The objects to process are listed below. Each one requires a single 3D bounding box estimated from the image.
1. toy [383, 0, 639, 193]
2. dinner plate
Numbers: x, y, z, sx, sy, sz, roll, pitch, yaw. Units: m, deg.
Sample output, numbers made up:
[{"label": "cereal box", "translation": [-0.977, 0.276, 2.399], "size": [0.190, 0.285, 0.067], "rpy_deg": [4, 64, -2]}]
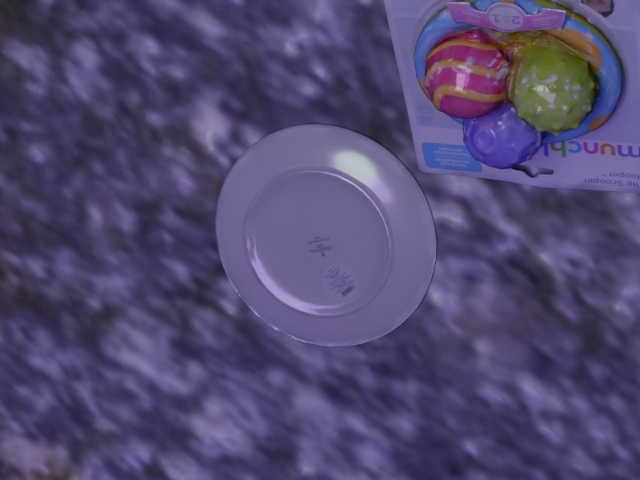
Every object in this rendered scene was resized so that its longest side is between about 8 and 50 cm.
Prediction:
[{"label": "toy", "translation": [0.096, -0.091, 0.928], "size": [0.137, 0.056, 0.237], "rpy_deg": [7, 141, 18]}, {"label": "dinner plate", "translation": [0.000, 0.000, 1.078], "size": [0.141, 0.017, 0.141], "rpy_deg": [6, 111, 17]}]
